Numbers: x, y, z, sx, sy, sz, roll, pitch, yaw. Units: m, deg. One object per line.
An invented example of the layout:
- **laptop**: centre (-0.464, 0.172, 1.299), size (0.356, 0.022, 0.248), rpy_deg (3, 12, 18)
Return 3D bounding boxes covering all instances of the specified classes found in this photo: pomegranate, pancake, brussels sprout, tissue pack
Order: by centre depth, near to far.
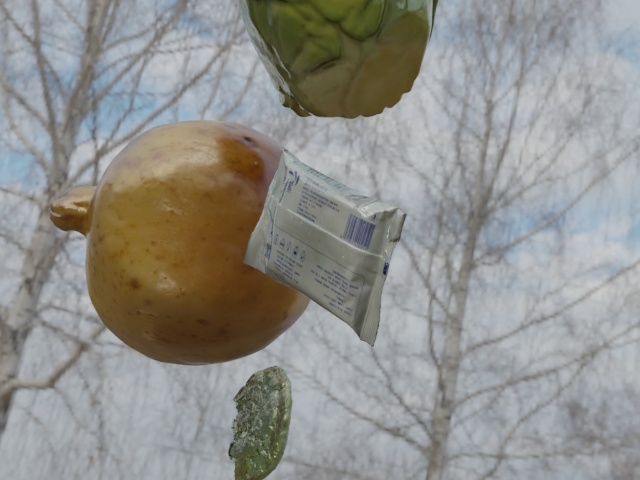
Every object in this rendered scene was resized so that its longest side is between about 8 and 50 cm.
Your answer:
- **tissue pack**: centre (0.000, 0.000, 0.948), size (0.026, 0.123, 0.193), rpy_deg (0, 21, -39)
- **pancake**: centre (-0.064, 0.193, 1.117), size (0.022, 0.130, 0.116), rpy_deg (23, -38, -29)
- **brussels sprout**: centre (0.026, -0.326, 1.364), size (0.268, 0.344, 0.344), rpy_deg (-18, -18, -11)
- **pomegranate**: centre (-0.198, -0.005, 1.549), size (0.409, 0.410, 0.410), rpy_deg (11, -21, 4)
